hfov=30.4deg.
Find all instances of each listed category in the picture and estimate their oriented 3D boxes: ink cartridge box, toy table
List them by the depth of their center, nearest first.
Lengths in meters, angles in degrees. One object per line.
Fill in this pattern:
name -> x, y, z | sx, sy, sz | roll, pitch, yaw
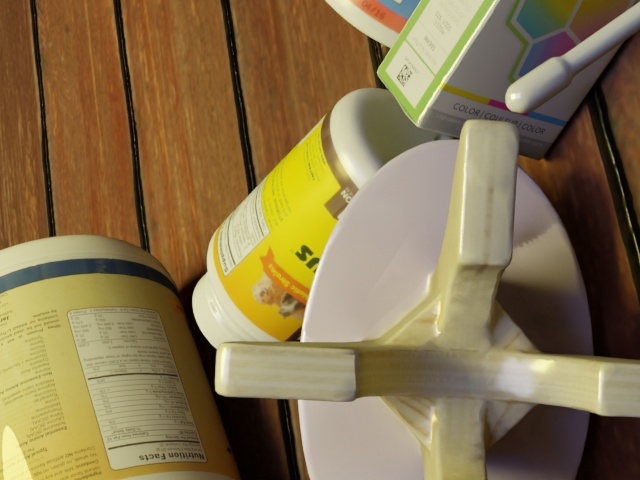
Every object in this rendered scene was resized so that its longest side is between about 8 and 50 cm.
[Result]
toy table -> 0.076, 0.076, 0.641 | 0.161, 0.252, 0.274 | 88, 173, -88
ink cartridge box -> 0.136, -0.154, 0.696 | 0.209, 0.109, 0.062 | -58, 42, 26

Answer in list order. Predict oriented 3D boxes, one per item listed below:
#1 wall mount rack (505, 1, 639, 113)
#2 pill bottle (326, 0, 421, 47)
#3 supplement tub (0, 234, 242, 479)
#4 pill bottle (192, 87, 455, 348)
wall mount rack -> 0.258, -0.135, 0.537 | 0.350, 0.131, 0.304 | 47, 120, 43
pill bottle -> 0.095, -0.234, 0.745 | 0.221, 0.124, 0.124 | -57, 47, 29
supplement tub -> -0.186, 0.180, 0.934 | 0.228, 0.228, 0.316 | -47, 52, 35
pill bottle -> 0.000, 0.000, 0.827 | 0.215, 0.117, 0.117 | -44, 54, 37
